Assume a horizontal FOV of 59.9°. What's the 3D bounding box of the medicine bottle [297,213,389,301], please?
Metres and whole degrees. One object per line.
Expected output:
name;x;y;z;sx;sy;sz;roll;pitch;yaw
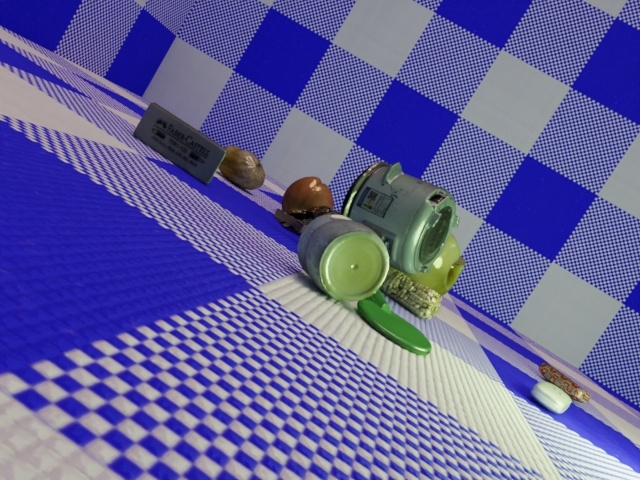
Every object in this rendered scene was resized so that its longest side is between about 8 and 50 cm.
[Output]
medicine bottle;0.040;0.030;1.052;0.147;0.147;0.143;29;4;-22

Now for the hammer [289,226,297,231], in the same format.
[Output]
hammer;0.015;0.026;1.609;0.292;0.029;0.058;38;10;37

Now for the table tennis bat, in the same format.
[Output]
table tennis bat;0.129;0.148;1.092;0.161;0.039;0.257;29;11;-20

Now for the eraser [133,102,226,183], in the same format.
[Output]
eraser;-0.403;-0.280;1.577;0.353;0.111;0.077;34;8;20

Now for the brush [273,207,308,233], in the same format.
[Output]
brush;0.000;0.000;1.460;0.301;0.084;0.071;31;6;17

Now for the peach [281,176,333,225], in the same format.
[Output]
peach;-0.041;-0.131;1.911;0.184;0.184;0.184;31;6;-3

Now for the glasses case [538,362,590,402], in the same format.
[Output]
glasses case;0.771;0.456;1.760;0.073;0.049;0.194;31;5;-22

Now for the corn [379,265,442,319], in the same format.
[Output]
corn;0.230;0.137;1.507;0.211;0.087;0.087;30;4;29

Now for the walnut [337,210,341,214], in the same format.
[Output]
walnut;0.122;-0.026;1.739;0.193;0.193;0.225;29;16;-28

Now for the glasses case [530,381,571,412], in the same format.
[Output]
glasses case;0.541;0.366;1.298;0.076;0.049;0.197;35;6;32

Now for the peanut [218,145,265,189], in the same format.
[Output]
peanut;-0.289;-0.266;1.993;0.224;0.129;0.129;33;5;33

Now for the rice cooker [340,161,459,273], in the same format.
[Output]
rice cooker;0.196;-0.063;1.491;0.317;0.316;0.264;34;50;22

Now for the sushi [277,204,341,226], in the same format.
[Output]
sushi;-0.036;-0.083;1.682;0.201;0.031;0.139;-9;18;-17

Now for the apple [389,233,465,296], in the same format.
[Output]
apple;0.320;0.062;1.816;0.258;0.233;0.295;28;-12;26
